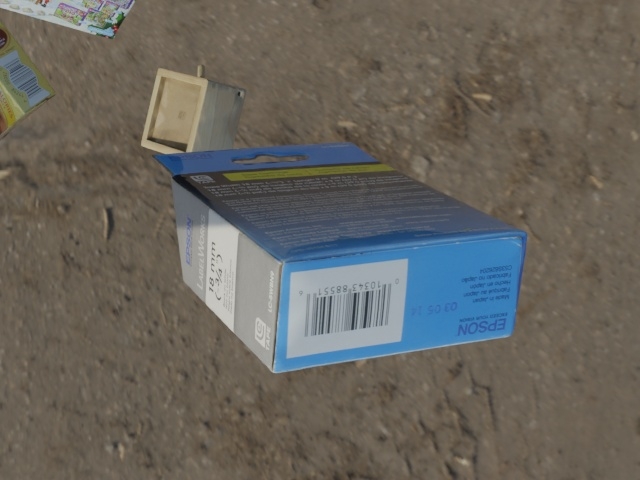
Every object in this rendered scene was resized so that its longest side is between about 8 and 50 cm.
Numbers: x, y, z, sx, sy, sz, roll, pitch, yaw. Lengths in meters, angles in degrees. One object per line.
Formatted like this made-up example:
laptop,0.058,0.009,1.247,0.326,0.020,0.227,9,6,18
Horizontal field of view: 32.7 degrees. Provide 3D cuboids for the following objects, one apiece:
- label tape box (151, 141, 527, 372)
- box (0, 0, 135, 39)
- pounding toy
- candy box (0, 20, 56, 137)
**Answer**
label tape box,0.000,0.000,1.046,0.240,0.333,0.106,-6,110,-25
box,-0.355,-0.387,1.418,0.293,0.057,0.201,10,132,-43
pounding toy,-0.171,-0.178,1.495,0.100,0.141,0.130,8,99,-47
candy box,-0.358,-0.188,1.069,0.109,0.053,0.187,-26,106,41
